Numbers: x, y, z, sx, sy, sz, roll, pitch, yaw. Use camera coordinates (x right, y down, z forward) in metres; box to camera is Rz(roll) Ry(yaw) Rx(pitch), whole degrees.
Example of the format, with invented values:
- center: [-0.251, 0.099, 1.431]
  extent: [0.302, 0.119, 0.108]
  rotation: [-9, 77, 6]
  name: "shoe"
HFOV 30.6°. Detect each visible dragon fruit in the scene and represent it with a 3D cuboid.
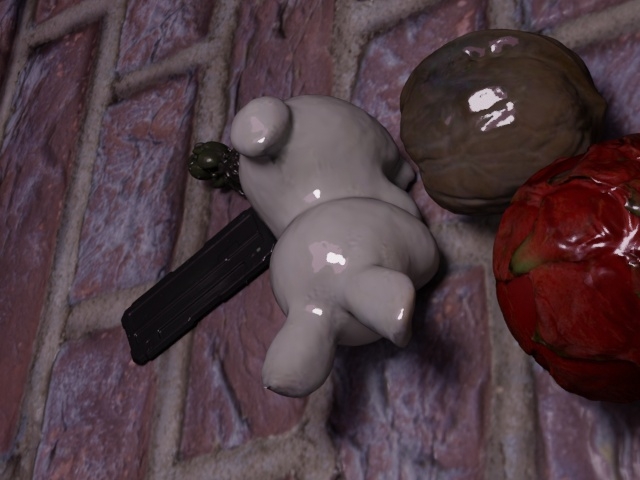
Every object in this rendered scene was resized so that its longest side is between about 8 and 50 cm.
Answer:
- center: [0.274, 0.030, 1.051]
  extent: [0.244, 0.299, 0.244]
  rotation: [2, 70, -4]
  name: "dragon fruit"

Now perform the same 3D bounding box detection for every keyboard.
- center: [-0.161, 0.059, 1.551]
  extent: [0.262, 0.016, 0.106]
  rotation: [-39, 46, 15]
  name: "keyboard"

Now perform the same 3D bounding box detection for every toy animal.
- center: [0.006, 0.002, 1.289]
  extent: [0.196, 0.241, 0.367]
  rotation: [-33, 47, 22]
  name: "toy animal"

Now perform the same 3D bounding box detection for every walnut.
- center: [0.196, -0.128, 1.250]
  extent: [0.224, 0.224, 0.224]
  rotation: [-20, 53, 29]
  name: "walnut"

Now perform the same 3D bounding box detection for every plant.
- center: [-0.111, -0.101, 1.572]
  extent: [0.174, 0.087, 0.085]
  rotation: [7, 39, 37]
  name: "plant"
